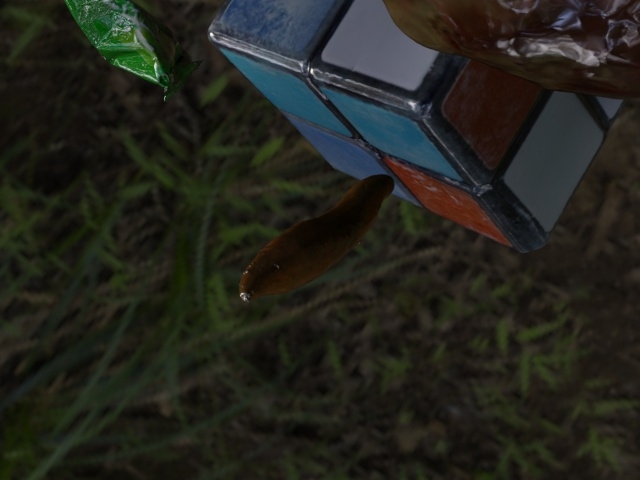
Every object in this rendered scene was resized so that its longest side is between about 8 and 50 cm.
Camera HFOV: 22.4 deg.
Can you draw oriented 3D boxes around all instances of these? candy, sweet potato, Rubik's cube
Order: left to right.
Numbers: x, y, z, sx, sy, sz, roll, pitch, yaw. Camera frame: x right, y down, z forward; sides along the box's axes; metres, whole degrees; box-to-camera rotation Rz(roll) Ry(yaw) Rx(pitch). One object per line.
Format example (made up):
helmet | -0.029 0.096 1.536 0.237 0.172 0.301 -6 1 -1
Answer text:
candy | -0.234 -0.249 1.885 0.203 0.078 0.141 44 -175 -6
sweet potato | -0.001 0.001 1.538 0.057 0.264 0.057 14 119 28
Rubik's cube | 0.129 -0.223 1.687 0.318 0.313 0.316 24 167 38

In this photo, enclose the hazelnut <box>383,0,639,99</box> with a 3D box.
hazelnut | 0.184 -0.295 1.037 0.421 0.421 0.353 39 -179 -7
